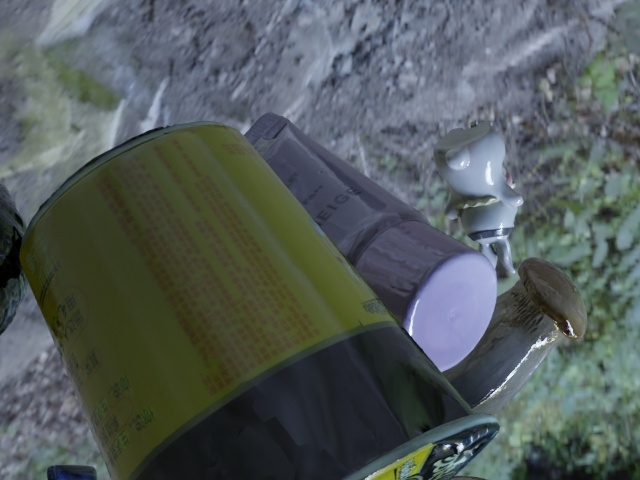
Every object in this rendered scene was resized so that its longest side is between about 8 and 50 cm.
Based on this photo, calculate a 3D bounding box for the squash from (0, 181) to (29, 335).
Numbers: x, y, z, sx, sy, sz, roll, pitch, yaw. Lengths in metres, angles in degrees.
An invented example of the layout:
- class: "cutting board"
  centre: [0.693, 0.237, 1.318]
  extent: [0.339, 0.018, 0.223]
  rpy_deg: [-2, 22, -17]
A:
- class: "squash"
  centre: [-0.286, 0.015, 0.904]
  extent: [0.193, 0.193, 0.155]
  rpy_deg: [22, 112, -5]

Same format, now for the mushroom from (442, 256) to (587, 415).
- class: "mushroom"
  centre: [0.176, 0.188, 1.859]
  extent: [0.407, 0.137, 0.154]
  rpy_deg: [-46, 137, 14]

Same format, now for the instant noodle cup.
- class: "instant noodle cup"
  centre: [-0.050, 0.069, 0.780]
  extent: [0.215, 0.215, 0.236]
  rpy_deg: [-41, 71, 22]

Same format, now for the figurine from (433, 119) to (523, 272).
- class: "figurine"
  centre: [0.178, -0.047, 1.433]
  extent: [0.081, 0.098, 0.146]
  rpy_deg: [-2, 119, 48]

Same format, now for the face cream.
- class: "face cream"
  centre: [0.000, 0.000, 1.011]
  extent: [0.154, 0.274, 0.096]
  rpy_deg: [-52, 137, -12]

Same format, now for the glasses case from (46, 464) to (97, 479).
- class: "glasses case"
  centre: [-0.274, 0.268, 1.570]
  extent: [0.023, 0.083, 0.033]
  rpy_deg: [-21, 73, 21]

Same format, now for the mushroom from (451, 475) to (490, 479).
- class: "mushroom"
  centre: [0.165, 0.366, 1.443]
  extent: [0.195, 0.189, 0.253]
  rpy_deg: [-33, 84, 3]
